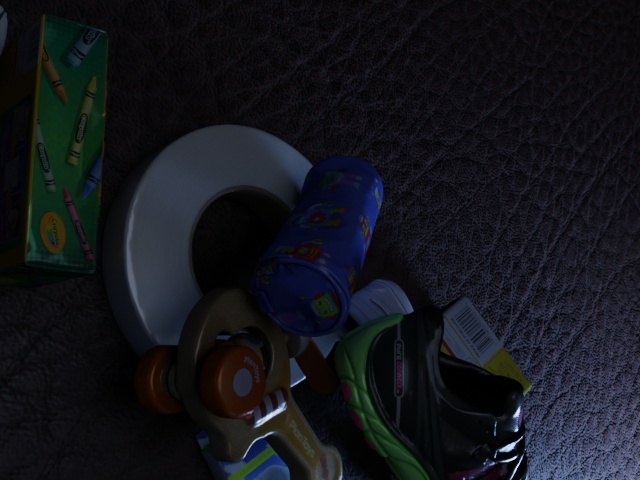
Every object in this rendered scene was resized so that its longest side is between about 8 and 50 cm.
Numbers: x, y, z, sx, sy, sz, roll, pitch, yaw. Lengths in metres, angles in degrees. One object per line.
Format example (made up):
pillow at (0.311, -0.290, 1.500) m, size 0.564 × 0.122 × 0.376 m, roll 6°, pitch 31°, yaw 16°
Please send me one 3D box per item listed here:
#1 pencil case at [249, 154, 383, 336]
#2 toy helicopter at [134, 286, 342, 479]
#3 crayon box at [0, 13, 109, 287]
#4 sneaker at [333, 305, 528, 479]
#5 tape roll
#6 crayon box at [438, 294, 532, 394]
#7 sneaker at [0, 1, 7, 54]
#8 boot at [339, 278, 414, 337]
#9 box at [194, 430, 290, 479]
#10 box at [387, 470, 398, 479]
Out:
pencil case at (0.000, 0.000, 1.022) m, size 0.306 × 0.133 × 0.119 m, roll -66°, pitch 149°, yaw -56°
toy helicopter at (-0.060, 0.203, 1.010) m, size 0.355 × 0.140 × 0.235 m, roll 60°, pitch 42°, yaw -29°
crayon box at (-0.320, -0.093, 0.884) m, size 0.081 × 0.165 × 0.278 m, roll 9°, pitch 76°, yaw -40°
sneaker at (0.214, 0.290, 1.050) m, size 0.482 × 0.202 × 0.185 m, roll 53°, pitch 10°, yaw -20°
tape roll at (-0.115, 0.030, 1.101) m, size 0.392 × 0.072 × 0.391 m, roll 10°, pitch 74°, yaw -39°
crayon box at (0.191, 0.253, 1.280) m, size 0.319 × 0.081 × 0.202 m, roll -31°, pitch 84°, yaw -40°
sneaker at (-0.438, -0.326, 0.873) m, size 0.153 × 0.094 × 0.234 m, roll 7°, pitch 87°, yaw -49°
boot at (0.115, 0.188, 1.151) m, size 0.123 × 0.095 × 0.258 m, roll -25°, pitch 77°, yaw -42°
box at (-0.092, 0.324, 1.081) m, size 0.109 × 0.042 × 0.178 m, roll -30°, pitch 102°, yaw -41°
box at (0.164, 0.391, 1.284) m, size 0.083 × 0.052 × 0.062 m, roll -30°, pitch 102°, yaw -39°
